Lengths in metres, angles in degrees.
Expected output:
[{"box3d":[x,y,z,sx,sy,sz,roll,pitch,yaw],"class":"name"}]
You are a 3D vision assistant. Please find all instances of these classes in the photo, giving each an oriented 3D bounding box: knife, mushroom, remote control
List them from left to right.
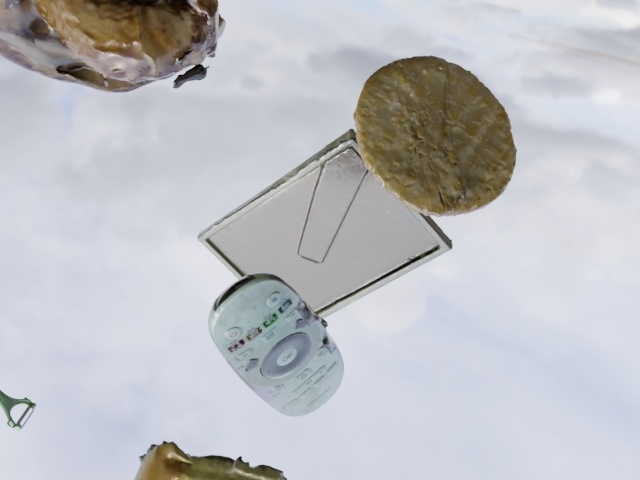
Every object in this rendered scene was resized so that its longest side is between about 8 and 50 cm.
[{"box3d":[-0.502,0.216,1.330,0.166,0.022,0.078,53,-169,-16],"class":"knife"},{"box3d":[-0.236,-0.265,0.940,0.283,0.263,0.195,24,-123,0],"class":"mushroom"},{"box3d":[-0.038,0.102,0.835,0.097,0.256,0.045,-39,-123,-9],"class":"remote control"}]

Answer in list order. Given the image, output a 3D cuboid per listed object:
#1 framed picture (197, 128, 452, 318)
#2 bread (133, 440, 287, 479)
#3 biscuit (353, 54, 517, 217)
[{"box3d":[0.000,0.000,1.284,0.232,0.315,0.024,47,-147,-21],"class":"framed picture"},{"box3d":[-0.127,0.339,0.899,0.174,0.252,0.133,11,-140,0],"class":"bread"},{"box3d":[0.140,-0.126,1.043,0.219,0.033,0.220,8,-113,-19],"class":"biscuit"}]
